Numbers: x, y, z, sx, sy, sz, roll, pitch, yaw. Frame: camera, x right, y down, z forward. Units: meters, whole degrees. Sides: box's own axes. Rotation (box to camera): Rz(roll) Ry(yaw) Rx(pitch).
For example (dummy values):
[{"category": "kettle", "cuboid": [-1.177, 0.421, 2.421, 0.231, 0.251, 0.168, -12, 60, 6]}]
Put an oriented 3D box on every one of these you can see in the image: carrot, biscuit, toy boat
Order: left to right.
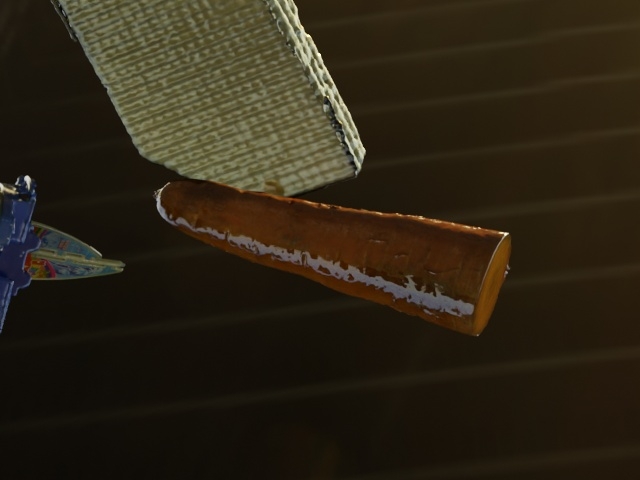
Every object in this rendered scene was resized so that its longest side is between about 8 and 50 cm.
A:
[{"category": "toy boat", "cuboid": [-0.166, 0.008, 0.999, 0.110, 0.091, 0.175, 14, -177, -15]}, {"category": "biscuit", "cuboid": [-0.082, -0.135, 1.188, 0.150, 0.252, 0.052, -18, -158, 26]}, {"category": "carrot", "cuboid": [0.000, 0.000, 0.997, 0.210, 0.061, 0.061, 15, -145, 16]}]
